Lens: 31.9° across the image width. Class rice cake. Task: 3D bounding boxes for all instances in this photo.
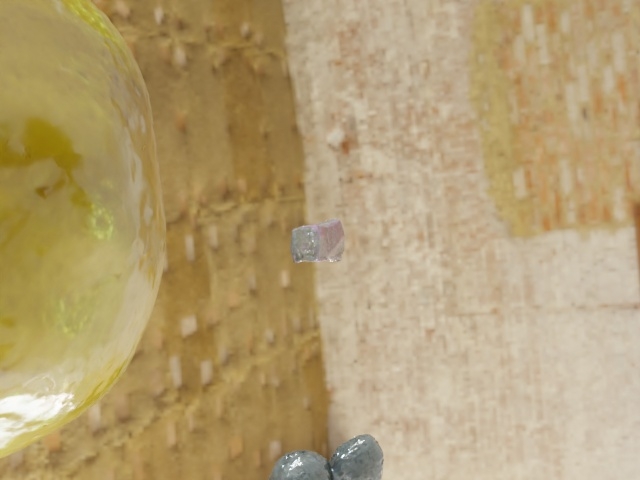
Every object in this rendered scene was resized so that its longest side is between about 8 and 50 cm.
[{"bbox_3d":[0.000,0.000,1.227,0.207,0.036,0.047,-9,-78,-81],"label":"rice cake"}]

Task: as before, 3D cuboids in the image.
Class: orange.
[{"bbox_3d":[-0.203,-0.014,0.562,0.235,0.279,0.279,19,-115,-43],"label":"orange"}]

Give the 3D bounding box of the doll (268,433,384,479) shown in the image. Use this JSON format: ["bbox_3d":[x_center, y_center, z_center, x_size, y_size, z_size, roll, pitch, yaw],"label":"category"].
[{"bbox_3d":[-0.005,0.374,1.167,0.246,0.158,0.340,0,-61,-38],"label":"doll"}]
